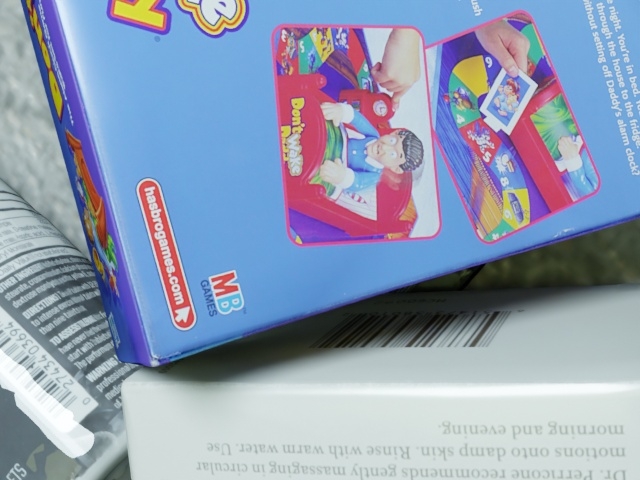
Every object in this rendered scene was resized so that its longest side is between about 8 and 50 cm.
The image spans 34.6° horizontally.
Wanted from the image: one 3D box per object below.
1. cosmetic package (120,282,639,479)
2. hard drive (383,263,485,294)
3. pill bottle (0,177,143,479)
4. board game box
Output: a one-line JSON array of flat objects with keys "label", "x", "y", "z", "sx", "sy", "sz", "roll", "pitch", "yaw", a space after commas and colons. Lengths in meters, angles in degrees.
[{"label": "cosmetic package", "x": 0.054, "y": 0.213, "z": 0.420, "sx": 0.196, "sy": 0.155, "sz": 0.366, "roll": -2, "pitch": 99, "yaw": 20}, {"label": "hard drive", "x": 0.000, "y": 0.000, "z": 0.504, "sx": 0.135, "sy": 0.022, "sz": 0.094, "roll": 44, "pitch": 109, "yaw": 12}, {"label": "pill bottle", "x": -0.181, "y": 0.040, "z": 0.522, "sx": 0.245, "sy": 0.130, "sz": 0.130, "roll": 41, "pitch": 108, "yaw": 14}, {"label": "board game box", "x": -0.005, "y": -0.152, "z": 0.391, "sx": 0.233, "sy": 0.078, "sz": 0.347, "roll": -15, "pitch": 89, "yaw": -20}]
